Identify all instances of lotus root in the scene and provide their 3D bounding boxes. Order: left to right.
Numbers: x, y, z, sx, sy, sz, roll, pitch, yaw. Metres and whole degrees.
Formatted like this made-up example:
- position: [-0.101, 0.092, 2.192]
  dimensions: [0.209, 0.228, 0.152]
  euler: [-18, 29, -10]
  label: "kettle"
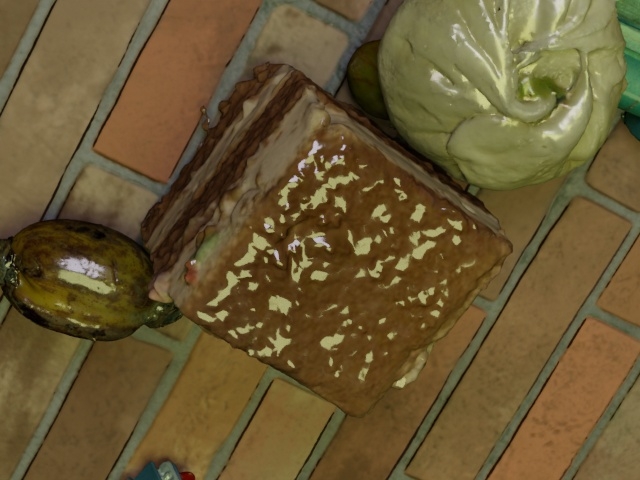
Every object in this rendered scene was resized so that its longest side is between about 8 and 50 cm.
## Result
- position: [-0.238, 0.040, 1.463]
  dimensions: [0.210, 0.120, 0.120]
  euler: [18, 105, -15]
  label: "lotus root"

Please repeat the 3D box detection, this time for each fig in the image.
- position: [0.068, -0.162, 1.458]
  dimensions: [0.082, 0.098, 0.084]
  euler: [6, 107, -12]
  label: "fig"

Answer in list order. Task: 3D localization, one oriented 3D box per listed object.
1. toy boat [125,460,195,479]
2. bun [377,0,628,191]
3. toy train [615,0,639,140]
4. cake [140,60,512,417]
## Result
- position: [-0.213, 0.317, 1.591]
  dimensions: [0.059, 0.069, 0.173]
  euler: [34, 100, -35]
  label: "toy boat"
- position: [0.178, -0.160, 1.350]
  dimensions: [0.259, 0.160, 0.259]
  euler: [-2, 117, -3]
  label: "bun"
- position: [0.318, -0.210, 1.485]
  dimensions: [0.298, 0.120, 0.194]
  euler: [20, 110, -18]
  label: "toy train"
- position: [0.000, 0.000, 1.406]
  dimensions: [0.282, 0.290, 0.255]
  euler: [32, 102, -24]
  label: "cake"
